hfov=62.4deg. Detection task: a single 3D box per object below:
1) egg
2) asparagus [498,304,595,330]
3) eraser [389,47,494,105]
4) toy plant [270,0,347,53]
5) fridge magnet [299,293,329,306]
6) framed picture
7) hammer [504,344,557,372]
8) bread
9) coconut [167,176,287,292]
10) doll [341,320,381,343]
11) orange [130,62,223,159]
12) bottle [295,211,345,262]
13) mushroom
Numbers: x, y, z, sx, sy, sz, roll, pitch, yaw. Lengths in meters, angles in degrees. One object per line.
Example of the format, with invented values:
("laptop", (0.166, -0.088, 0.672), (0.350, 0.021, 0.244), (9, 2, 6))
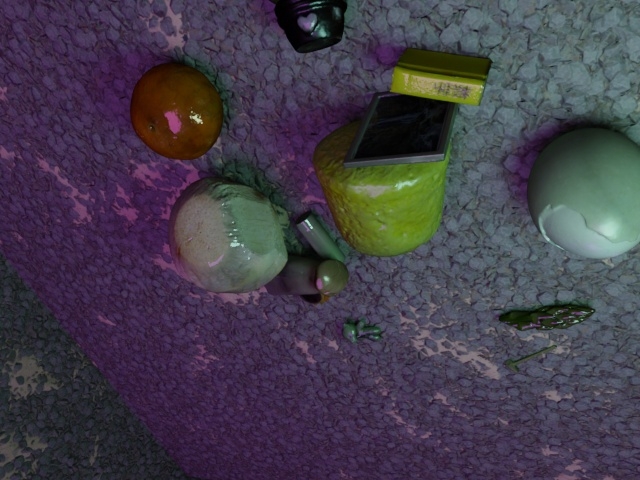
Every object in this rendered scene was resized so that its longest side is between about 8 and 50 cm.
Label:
("egg", (0.628, -0.098, 1.227), (0.278, 0.336, 0.278), (10, 134, 11))
("asparagus", (0.703, 0.244, 1.644), (0.287, 0.080, 0.080), (-18, 117, 34))
("eraser", (0.288, -0.392, 1.258), (0.226, 0.158, 0.069), (13, 129, 14))
("toy plant", (-0.036, -0.579, 1.263), (0.218, 0.175, 0.235), (-9, 95, 22))
("fridge magnet", (-0.030, 0.179, 1.935), (0.143, 0.063, 0.143), (15, 133, 16))
("framed picture", (0.205, -0.282, 1.273), (0.240, 0.324, 0.020), (0, 134, 26))
("hammer", (0.725, 0.403, 1.797), (0.060, 0.028, 0.195), (38, 132, -15))
("bread", (0.174, -0.147, 1.398), (0.348, 0.348, 0.308), (2, 133, 23))
("coconut", (-0.293, -0.019, 1.719), (0.344, 0.415, 0.415), (-8, 124, 16))
("doll", (0.152, 0.352, 1.993), (0.150, 0.078, 0.115), (2, 139, 10))
("orange", (-0.426, -0.376, 1.559), (0.283, 0.226, 0.284), (12, 124, 18))
("bottle", (0.000, 0.000, 1.769), (0.072, 0.072, 0.201), (-22, 115, 36))
("mushroom", (-0.079, 0.115, 1.810), (0.407, 0.137, 0.154), (-7, 106, 49))
